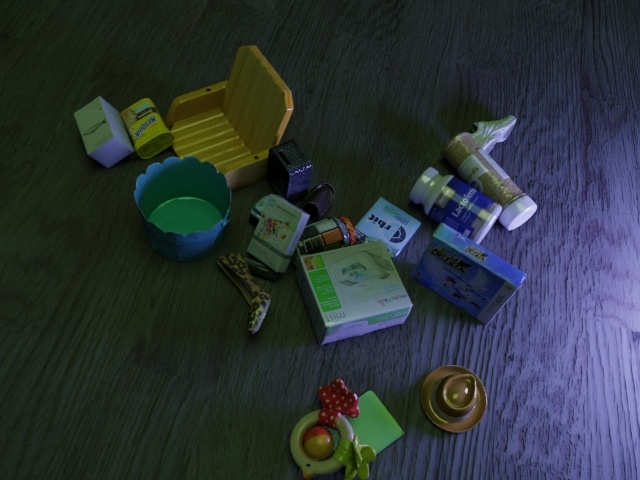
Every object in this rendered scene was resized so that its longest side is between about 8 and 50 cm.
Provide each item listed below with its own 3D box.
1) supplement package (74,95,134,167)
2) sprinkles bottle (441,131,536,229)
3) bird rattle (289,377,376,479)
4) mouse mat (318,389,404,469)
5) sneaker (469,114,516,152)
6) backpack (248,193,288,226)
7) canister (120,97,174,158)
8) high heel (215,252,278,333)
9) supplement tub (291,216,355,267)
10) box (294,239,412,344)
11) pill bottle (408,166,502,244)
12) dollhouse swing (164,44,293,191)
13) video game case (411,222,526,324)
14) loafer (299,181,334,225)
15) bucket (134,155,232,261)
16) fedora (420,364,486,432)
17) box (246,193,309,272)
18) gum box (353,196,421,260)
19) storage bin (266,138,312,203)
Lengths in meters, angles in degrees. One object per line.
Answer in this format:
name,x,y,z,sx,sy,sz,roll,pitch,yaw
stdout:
supplement package,-0.674,-0.336,1.981,0.105,0.105,0.179,-31,64,7
sprinkles bottle,0.554,-0.200,2.107,0.121,0.121,0.355,-26,65,-23
bird rattle,0.020,0.483,1.582,0.207,0.143,0.253,-22,59,-3
mouse mat,0.106,0.494,1.661,0.190,0.007,0.152,-28,66,-25
sneaker,0.601,-0.396,2.260,0.232,0.090,0.115,-36,66,-28
backpack,-0.148,-0.088,1.942,0.105,0.084,0.114,37,56,11
canister,-0.559,-0.362,2.041,0.126,0.073,0.170,-32,64,0
high heel,-0.228,0.144,1.769,0.186,0.093,0.261,18,40,-5
supplement tub,0.000,0.000,1.891,0.190,0.117,0.117,-20,63,-21
box,0.089,0.146,1.810,0.262,0.127,0.231,-11,58,-17
pill bottle,0.422,-0.113,2.011,0.265,0.153,0.153,34,59,13
dollhouse swing,-0.295,-0.384,1.976,0.315,0.305,0.347,-25,66,-23
video game case,0.413,0.101,1.818,0.269,0.244,0.061,33,59,12
loafer,-0.018,-0.099,1.963,0.080,0.078,0.220,41,63,-11
bucket,-0.391,-0.086,1.842,0.281,0.183,0.281,5,58,-7
fedora,0.368,0.414,1.711,0.194,0.079,0.194,5,57,-7
box,-0.124,-0.020,1.833,0.145,0.186,0.038,33,13,37
gum box,0.201,-0.029,1.987,0.157,0.041,0.184,34,58,12
storage bin,-0.099,-0.209,1.969,0.084,0.180,0.122,-25,65,-24
